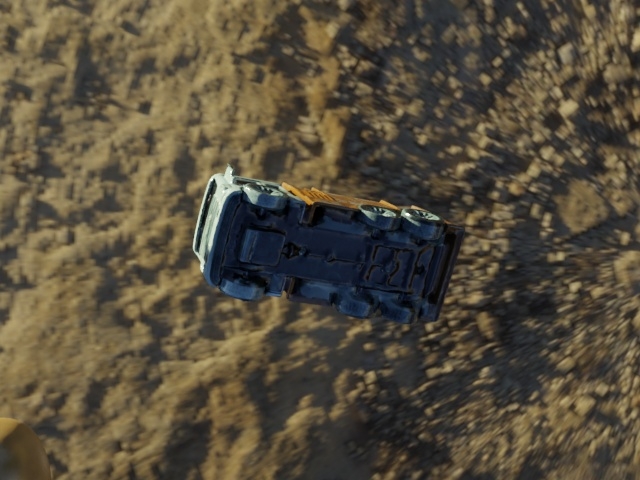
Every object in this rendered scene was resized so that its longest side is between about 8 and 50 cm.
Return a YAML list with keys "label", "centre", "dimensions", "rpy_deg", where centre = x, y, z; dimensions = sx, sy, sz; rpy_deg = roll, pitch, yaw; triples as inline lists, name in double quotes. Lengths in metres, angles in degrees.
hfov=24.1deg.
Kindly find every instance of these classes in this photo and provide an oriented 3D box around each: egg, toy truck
- label: "egg"
  centre: [-0.465, 0.352, 2.022]
  dimensions: [0.201, 0.201, 0.244]
  rpy_deg: [31, 88, 12]
- label: "toy truck"
  centre: [0.000, 0.000, 1.788]
  dimensions: [0.305, 0.162, 0.136]
  rpy_deg: [10, 104, -23]
